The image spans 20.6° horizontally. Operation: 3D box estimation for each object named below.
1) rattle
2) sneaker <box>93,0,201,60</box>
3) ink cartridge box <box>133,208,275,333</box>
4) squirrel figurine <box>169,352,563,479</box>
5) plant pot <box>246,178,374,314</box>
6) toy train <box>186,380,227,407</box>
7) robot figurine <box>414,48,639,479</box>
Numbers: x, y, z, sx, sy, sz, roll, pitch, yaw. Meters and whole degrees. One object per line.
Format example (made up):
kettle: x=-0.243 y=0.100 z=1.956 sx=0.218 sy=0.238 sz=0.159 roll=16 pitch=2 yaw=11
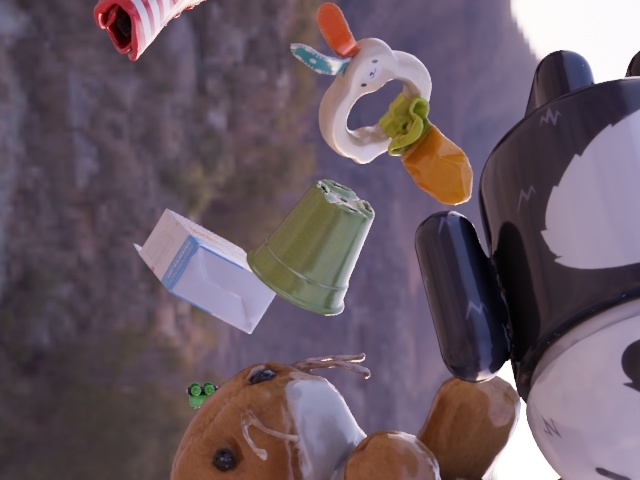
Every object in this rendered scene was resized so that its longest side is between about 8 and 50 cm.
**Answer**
rattle: x=0.060 y=-0.126 z=1.720 sx=0.199 sy=0.130 sz=0.142 roll=66 pitch=6 yaw=-56
sneaker: x=-0.136 y=-0.221 z=1.508 sx=0.087 sy=0.128 sz=0.221 roll=46 pitch=8 yaw=5
ink cartridge box: x=-0.125 y=0.026 z=1.865 sx=0.061 sy=0.104 sz=0.181 roll=-59 pitch=-156 yaw=4
squirrel figurine: x=0.050 y=0.275 z=1.376 sx=0.281 sy=0.370 sz=0.397 roll=-50 pitch=151 yaw=-44
plant pot: x=0.000 y=0.000 z=1.307 sx=0.079 sy=0.083 sz=0.083 roll=-58 pitch=-169 yaw=19
toy train: x=-0.082 y=0.142 z=1.621 sx=0.017 sy=0.083 sz=0.023 roll=-135 pitch=-136 yaw=-75
robot figurine: x=0.184 y=0.018 z=0.996 sx=0.173 sy=0.209 sz=0.278 roll=36 pitch=36 yaw=-45
